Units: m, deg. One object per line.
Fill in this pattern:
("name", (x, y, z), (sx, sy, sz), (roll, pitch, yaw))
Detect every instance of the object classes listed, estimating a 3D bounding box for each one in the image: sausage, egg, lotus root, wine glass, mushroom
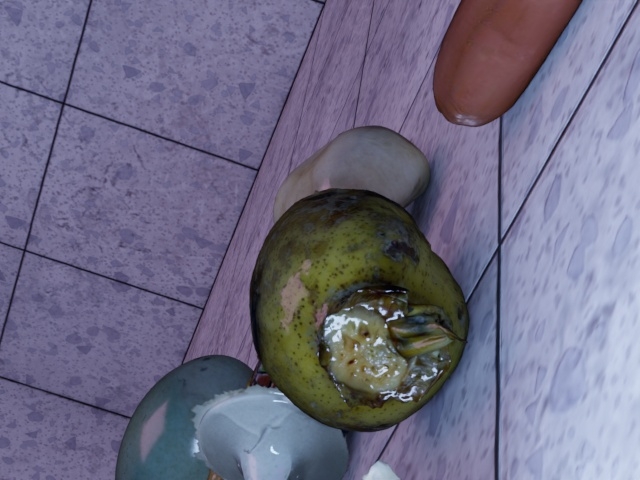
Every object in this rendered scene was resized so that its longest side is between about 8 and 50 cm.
("sausage", (0.127, -0.150, 0.921), (0.194, 0.077, 0.077), (116, 170, -49))
("egg", (-0.142, 0.243, 1.558), (0.169, 0.169, 0.236), (-114, 42, -79))
("lotus root", (0.023, 0.050, 0.894), (0.278, 0.154, 0.154), (-123, 52, -76))
("wine glass", (-0.061, 0.265, 1.021), (0.321, 0.143, 0.143), (-79, 11, -46))
("mushroom", (0.031, -0.029, 1.196), (0.154, 0.122, 0.154), (-32, 5, 3))

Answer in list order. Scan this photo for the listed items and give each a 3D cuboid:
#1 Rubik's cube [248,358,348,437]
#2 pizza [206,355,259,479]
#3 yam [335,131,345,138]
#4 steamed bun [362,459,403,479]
("Rubik's cube", (-0.014, 0.130, 1.175), (0.093, 0.111, 0.111), (-31, 35, 44))
("pizza", (-0.078, 0.264, 1.394), (0.182, 0.074, 0.365), (-118, 48, -76))
("yam", (0.000, 0.000, 1.552), (0.061, 0.061, 0.274), (-82, 12, -56))
("steamed bun", (-0.024, 0.218, 0.610), (0.200, 0.170, 0.225), (57, 131, 40))
